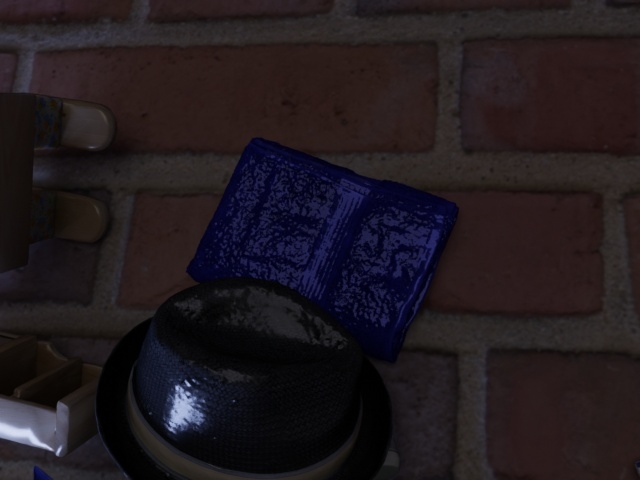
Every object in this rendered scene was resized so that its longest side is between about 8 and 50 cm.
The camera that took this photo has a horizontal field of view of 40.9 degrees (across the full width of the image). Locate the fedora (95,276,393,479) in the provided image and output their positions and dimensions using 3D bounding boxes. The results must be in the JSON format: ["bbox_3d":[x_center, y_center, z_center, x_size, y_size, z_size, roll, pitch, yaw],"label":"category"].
[{"bbox_3d":[-0.074,0.143,0.933,0.334,0.152,0.334,6,43,-6],"label":"fedora"}]

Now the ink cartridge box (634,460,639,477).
[{"bbox_3d":[0.454,0.354,0.865,0.165,0.065,0.332,-25,41,19],"label":"ink cartridge box"}]

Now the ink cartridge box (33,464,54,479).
[{"bbox_3d":[-0.351,0.456,0.934,0.270,0.151,0.395,5,67,54],"label":"ink cartridge box"}]

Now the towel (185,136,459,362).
[{"bbox_3d":[0.000,0.000,1.120,0.308,0.076,0.227,20,76,16],"label":"towel"}]

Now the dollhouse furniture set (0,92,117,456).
[{"bbox_3d":[-0.363,0.023,1.043,0.257,0.362,0.393,10,102,15],"label":"dollhouse furniture set"}]

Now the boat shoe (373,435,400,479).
[{"bbox_3d":[-0.018,0.241,1.019,0.228,0.079,0.081,6,50,-17],"label":"boat shoe"}]
